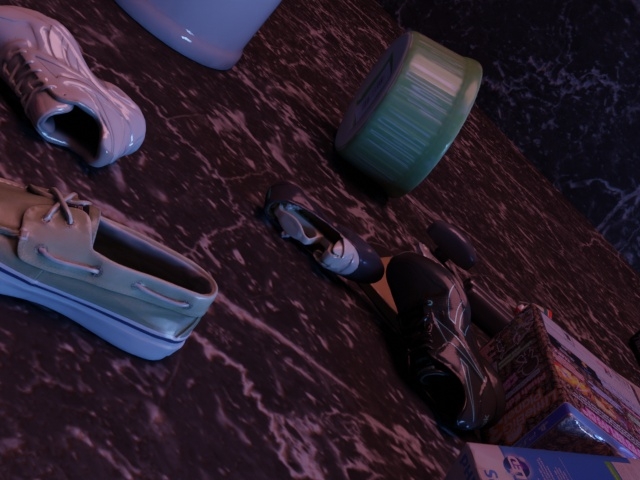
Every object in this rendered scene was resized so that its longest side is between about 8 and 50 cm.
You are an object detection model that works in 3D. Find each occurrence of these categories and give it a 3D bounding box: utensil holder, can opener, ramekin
[{"bbox_3d":[-0.163,-0.549,1.592,0.328,0.385,0.327,37,20,-16],"label":"utensil holder"},{"bbox_3d":[0.275,0.088,1.595,0.280,0.093,0.074,45,19,-9],"label":"can opener"},{"bbox_3d":[0.155,-0.245,1.734,0.148,0.303,0.303,31,23,-12],"label":"ramekin"}]

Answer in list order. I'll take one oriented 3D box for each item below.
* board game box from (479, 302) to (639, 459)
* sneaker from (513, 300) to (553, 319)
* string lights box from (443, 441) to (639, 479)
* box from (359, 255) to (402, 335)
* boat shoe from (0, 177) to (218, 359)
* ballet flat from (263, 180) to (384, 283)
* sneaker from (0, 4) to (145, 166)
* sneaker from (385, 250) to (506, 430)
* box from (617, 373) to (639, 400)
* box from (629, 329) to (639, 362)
[{"bbox_3d":[0.353,0.267,1.300,0.232,0.141,0.291,38,21,-14],"label":"board game box"},{"bbox_3d":[0.400,0.162,1.743,0.075,0.057,0.161,26,22,2],"label":"sneaker"},{"bbox_3d":[0.285,0.313,1.050,0.260,0.076,0.133,10,33,-20],"label":"string lights box"},{"bbox_3d":[0.140,0.107,1.392,0.201,0.021,0.164,51,21,17],"label":"box"},{"bbox_3d":[-0.228,0.001,0.803,0.302,0.094,0.109,31,23,-30],"label":"boat shoe"},{"bbox_3d":[0.000,0.000,1.276,0.203,0.074,0.074,41,20,-3],"label":"ballet flat"},{"bbox_3d":[-0.302,-0.172,1.021,0.232,0.090,0.115,39,24,-9],"label":"sneaker"},{"bbox_3d":[0.156,0.131,1.233,0.106,0.101,0.267,-4,60,-50],"label":"sneaker"},{"bbox_3d":[0.650,0.358,1.796,0.244,0.060,0.100,32,23,-28],"label":"box"},{"bbox_3d":[0.902,0.377,2.224,0.293,0.073,0.295,38,22,-13],"label":"box"}]
